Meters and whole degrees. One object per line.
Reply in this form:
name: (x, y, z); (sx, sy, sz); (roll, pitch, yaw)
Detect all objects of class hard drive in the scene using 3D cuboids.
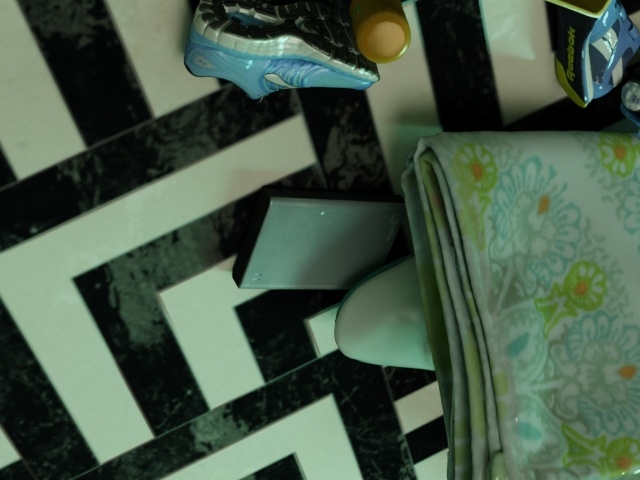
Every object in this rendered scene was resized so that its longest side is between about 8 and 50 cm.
hard drive: (0.000, 0.000, 1.183); (0.135, 0.022, 0.094); (1, 126, -30)

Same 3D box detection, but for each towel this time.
towel: (0.250, 0.062, 1.165); (0.375, 0.320, 0.090); (-2, 168, -30)

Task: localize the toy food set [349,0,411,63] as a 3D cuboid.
toy food set: (0.038, -0.253, 0.961); (0.111, 0.104, 0.232); (-20, 117, 5)

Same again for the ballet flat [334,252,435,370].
ballet flat: (0.210, 0.062, 1.258); (0.400, 0.139, 0.139); (-9, 130, -28)

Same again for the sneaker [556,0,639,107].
sneaker: (0.231, -0.178, 1.141); (0.059, 0.053, 0.144); (-22, 142, -14)

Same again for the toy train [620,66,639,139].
toy train: (0.343, -0.125, 1.193); (0.184, 0.105, 0.080); (-14, 133, -37)

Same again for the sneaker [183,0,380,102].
sneaker: (-0.031, -0.139, 1.035); (0.162, 0.063, 0.073); (9, 139, -29)

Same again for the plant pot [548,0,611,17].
plant pot: (0.183, -0.231, 1.044); (0.082, 0.083, 0.081); (11, 121, -36)
